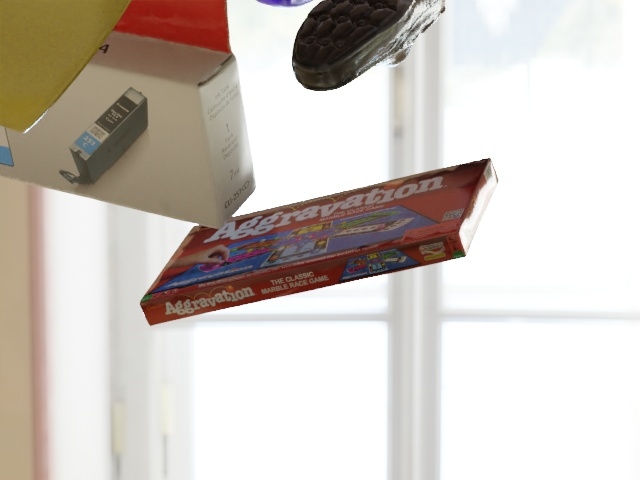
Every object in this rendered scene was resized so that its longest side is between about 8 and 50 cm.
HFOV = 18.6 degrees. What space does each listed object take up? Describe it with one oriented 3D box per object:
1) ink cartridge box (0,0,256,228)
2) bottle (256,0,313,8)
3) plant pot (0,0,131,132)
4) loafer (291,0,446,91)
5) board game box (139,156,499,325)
[{"bbox_3d":[-0.205,-0.159,1.578,0.296,0.261,0.066,13,-141,26],"label":"ink cartridge box"},{"bbox_3d":[-0.117,-0.291,1.668,0.283,0.092,0.118,28,-153,19],"label":"bottle"},{"bbox_3d":[-0.226,-0.228,1.299,0.187,0.212,0.212,-32,152,25],"label":"plant pot"},{"bbox_3d":[0.047,-0.168,1.539,0.076,0.078,0.223,11,-144,25],"label":"loafer"},{"bbox_3d":[0.000,0.000,1.608,0.281,0.027,0.145,-13,-159,22],"label":"board game box"}]
